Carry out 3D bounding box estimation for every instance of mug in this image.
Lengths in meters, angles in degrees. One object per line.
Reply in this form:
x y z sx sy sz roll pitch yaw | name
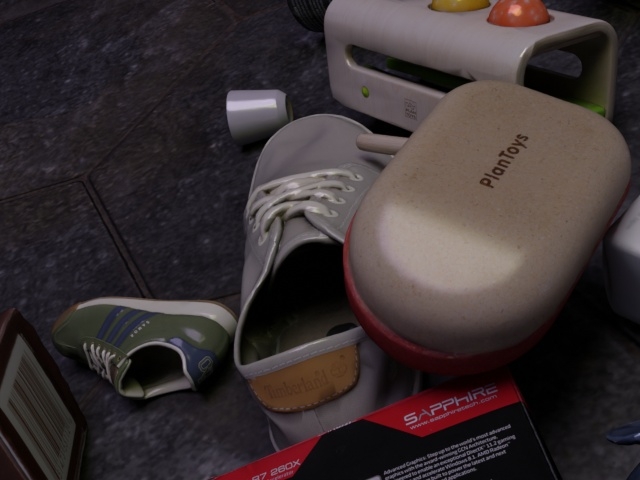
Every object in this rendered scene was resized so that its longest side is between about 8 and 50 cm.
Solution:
-0.065 -0.145 1.163 0.064 0.062 0.078 -8 46 12 | mug

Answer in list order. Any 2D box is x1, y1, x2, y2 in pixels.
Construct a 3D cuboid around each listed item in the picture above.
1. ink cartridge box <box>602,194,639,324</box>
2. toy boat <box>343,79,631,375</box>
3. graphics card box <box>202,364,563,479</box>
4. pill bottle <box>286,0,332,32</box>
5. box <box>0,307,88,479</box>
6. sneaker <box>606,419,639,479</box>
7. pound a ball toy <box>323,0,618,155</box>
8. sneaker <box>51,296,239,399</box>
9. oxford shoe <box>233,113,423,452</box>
0.430 -0.004 0.673 0.308 0.091 0.385 -42 47 -21 | ink cartridge box
0.111 0.006 0.725 0.151 0.151 0.231 24 50 21 | toy boat
0.060 0.252 0.564 0.233 0.094 0.371 -23 35 4 | graphics card box
0.087 -0.308 1.207 0.246 0.130 0.130 6 47 36 | pill bottle
-0.382 0.221 0.809 0.381 0.143 0.191 -25 19 1 | box
0.293 0.108 0.488 0.323 0.130 0.236 -25 -3 32 | sneaker
0.113 -0.159 0.948 0.208 0.136 0.319 -20 29 -29 | pound a ball toy
-0.169 0.099 0.919 0.192 0.064 0.086 -4 37 24 | sneaker
0.000 0.000 0.886 0.169 0.130 0.449 -21 35 13 | oxford shoe
